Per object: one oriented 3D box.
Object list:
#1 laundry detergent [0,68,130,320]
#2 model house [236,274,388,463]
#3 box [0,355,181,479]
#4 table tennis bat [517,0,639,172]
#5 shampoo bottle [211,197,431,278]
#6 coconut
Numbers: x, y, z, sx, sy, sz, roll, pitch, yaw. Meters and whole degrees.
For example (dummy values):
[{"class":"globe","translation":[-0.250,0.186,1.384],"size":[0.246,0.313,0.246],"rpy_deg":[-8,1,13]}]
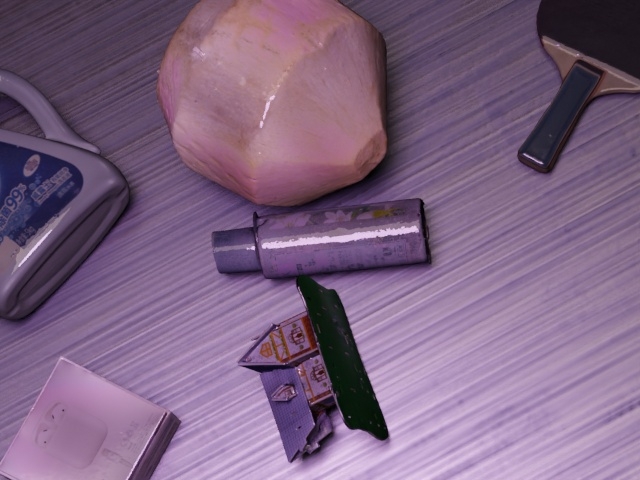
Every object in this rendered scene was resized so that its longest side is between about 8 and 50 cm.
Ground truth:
[{"class":"laundry detergent","translation":[-0.355,-0.071,1.714],"size":[0.280,0.105,0.215],"rpy_deg":[39,81,20]},{"class":"model house","translation":[-0.014,0.130,1.602],"size":[0.088,0.117,0.167],"rpy_deg":[-26,70,16]},{"class":"box","translation":[-0.227,0.200,1.630],"size":[0.129,0.051,0.130],"rpy_deg":[25,76,16]},{"class":"table tennis bat","translation":[0.292,-0.198,1.703],"size":[0.173,0.022,0.301],"rpy_deg":[28,76,16]},{"class":"shampoo bottle","translation":[0.000,0.000,1.656],"size":[0.214,0.072,0.072],"rpy_deg":[-6,71,6]},{"class":"coconut","translation":[-0.035,-0.144,1.642],"size":[0.237,0.197,0.236],"rpy_deg":[-4,64,9]}]
